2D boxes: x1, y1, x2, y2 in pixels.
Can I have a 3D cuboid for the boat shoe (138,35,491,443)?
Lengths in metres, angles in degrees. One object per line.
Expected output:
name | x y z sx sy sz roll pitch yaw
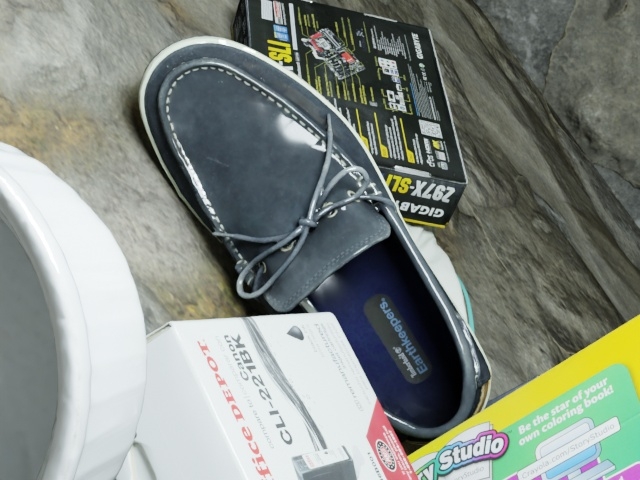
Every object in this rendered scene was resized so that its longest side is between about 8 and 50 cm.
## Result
boat shoe | 0.000 0.000 1.419 0.500 0.186 0.156 54 4 -2

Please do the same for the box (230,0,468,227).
box | 0.027 -0.168 1.717 0.257 0.079 0.322 9 41 -15

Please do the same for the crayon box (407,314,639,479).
crayon box | 0.210 0.283 1.253 0.106 0.363 0.313 37 30 -34

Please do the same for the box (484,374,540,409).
box | 0.262 0.278 1.603 0.247 0.163 0.142 29 38 -44

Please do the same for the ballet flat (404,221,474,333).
ballet flat | 0.079 0.031 1.662 0.139 0.139 0.400 41 23 -29

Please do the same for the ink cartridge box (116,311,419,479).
ink cartridge box | -0.052 0.174 1.216 0.273 0.114 0.197 1 58 -60

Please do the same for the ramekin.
ramekin | -0.227 0.065 0.746 0.277 0.277 0.135 58 13 7
